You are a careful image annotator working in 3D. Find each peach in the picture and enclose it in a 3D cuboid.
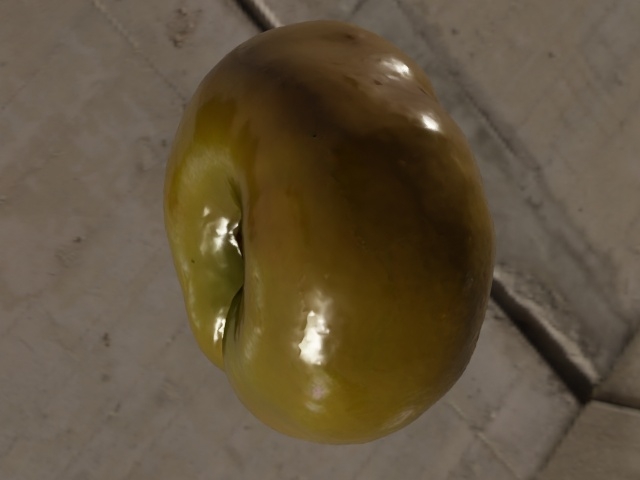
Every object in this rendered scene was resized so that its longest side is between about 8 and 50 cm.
[{"bbox_3d":[0.000,0.000,0.719,0.153,0.251,0.251,-10,-81,-19],"label":"peach"}]
